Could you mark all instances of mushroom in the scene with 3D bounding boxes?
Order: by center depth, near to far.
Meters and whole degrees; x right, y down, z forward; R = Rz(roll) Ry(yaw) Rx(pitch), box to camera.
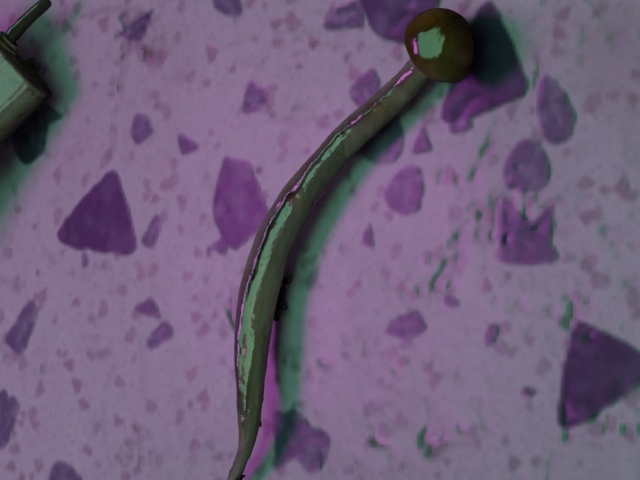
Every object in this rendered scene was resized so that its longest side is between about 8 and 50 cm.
[{"bbox_3d":[-0.002,-0.001,0.997,0.306,0.043,0.068,-61,29,19],"label":"mushroom"}]

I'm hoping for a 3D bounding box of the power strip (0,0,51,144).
[{"bbox_3d":[-0.275,-0.069,1.177,0.268,0.034,0.092,-43,83,11],"label":"power strip"}]
